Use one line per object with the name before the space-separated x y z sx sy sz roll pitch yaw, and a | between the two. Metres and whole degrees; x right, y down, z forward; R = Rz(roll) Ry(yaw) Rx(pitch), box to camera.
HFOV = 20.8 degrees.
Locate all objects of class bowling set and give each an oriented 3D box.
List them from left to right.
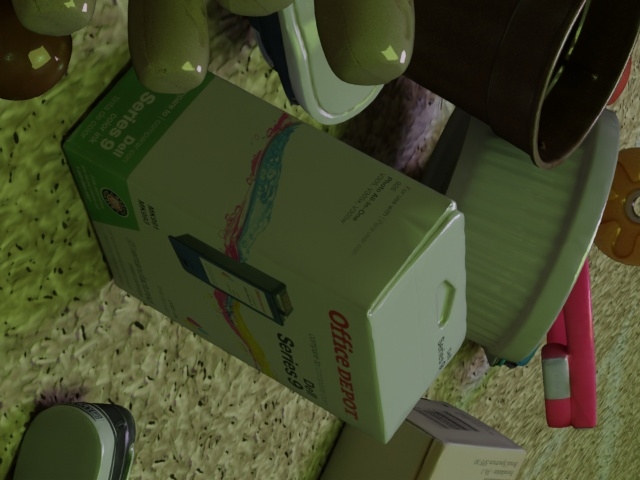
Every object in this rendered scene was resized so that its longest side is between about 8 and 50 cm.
bowling set | -0.093 -0.161 0.803 0.287 0.200 0.154 31 50 -63

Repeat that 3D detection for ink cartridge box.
ink cartridge box | -0.027 0.003 0.999 0.093 0.212 0.154 -52 157 -24

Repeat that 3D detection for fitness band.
fitness band | 0.254 0.072 1.799 0.291 0.054 0.209 77 14 -57

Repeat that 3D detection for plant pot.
plant pot | 0.119 -0.157 1.208 0.167 0.165 0.167 -47 153 -34

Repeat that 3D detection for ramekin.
ramekin | 0.134 -0.022 1.320 0.207 0.109 0.207 -158 -90 -85

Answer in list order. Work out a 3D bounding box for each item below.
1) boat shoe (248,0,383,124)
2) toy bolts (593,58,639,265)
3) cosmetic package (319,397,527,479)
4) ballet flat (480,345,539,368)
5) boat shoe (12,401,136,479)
boat shoe | -0.013 -0.181 0.995 0.095 0.079 0.254 -36 141 -18
toy bolts | 0.197 -0.083 1.458 0.158 0.218 0.228 0 97 -59
cosmetic package | 0.054 0.305 1.634 0.160 0.113 0.309 12 104 -53
ballet flat | 0.179 0.090 1.751 0.072 0.068 0.213 -56 166 -2
boat shoe | -0.170 0.206 1.100 0.070 0.078 0.219 7 107 -66
